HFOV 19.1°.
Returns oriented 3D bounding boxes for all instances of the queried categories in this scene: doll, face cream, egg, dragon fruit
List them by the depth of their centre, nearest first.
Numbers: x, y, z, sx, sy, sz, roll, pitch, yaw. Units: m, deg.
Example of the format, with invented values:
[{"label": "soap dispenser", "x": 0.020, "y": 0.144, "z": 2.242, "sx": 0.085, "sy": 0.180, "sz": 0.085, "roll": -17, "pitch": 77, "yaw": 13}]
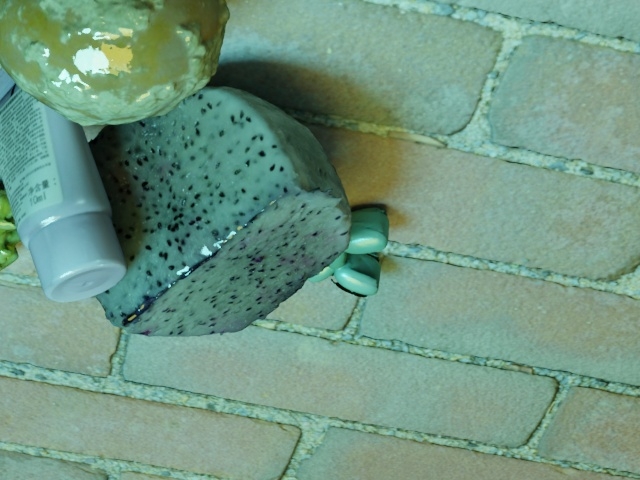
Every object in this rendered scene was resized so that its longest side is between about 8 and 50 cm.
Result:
[{"label": "egg", "x": -0.208, "y": -0.212, "z": 1.833, "sx": 0.245, "sy": 0.203, "sz": 0.203, "roll": 2, "pitch": 144, "yaw": 22}, {"label": "face cream", "x": -0.285, "y": -0.074, "z": 1.982, "sx": 0.096, "sy": 0.274, "sz": 0.154, "roll": -5, "pitch": 156, "yaw": -39}, {"label": "dragon fruit", "x": -0.112, "y": -0.041, "z": 2.056, "sx": 0.283, "sy": 0.204, "sz": 0.221, "roll": -38, "pitch": 152, "yaw": 21}, {"label": "doll", "x": 0.000, "y": 0.000, "z": 2.199, "sx": 0.158, "sy": 0.059, "sz": 0.159, "roll": 2, "pitch": 144, "yaw": 3}]

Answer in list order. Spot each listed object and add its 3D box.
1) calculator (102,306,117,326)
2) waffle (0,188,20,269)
[{"label": "calculator", "x": -0.208, "y": 0.017, "z": 2.252, "sx": 0.173, "sy": 0.051, "sz": 0.293, "roll": -5, "pitch": 142, "yaw": 11}, {"label": "waffle", "x": -0.500, "y": -0.014, "z": 2.224, "sx": 0.297, "sy": 0.073, "sz": 0.317, "roll": 22, "pitch": 140, "yaw": -20}]
